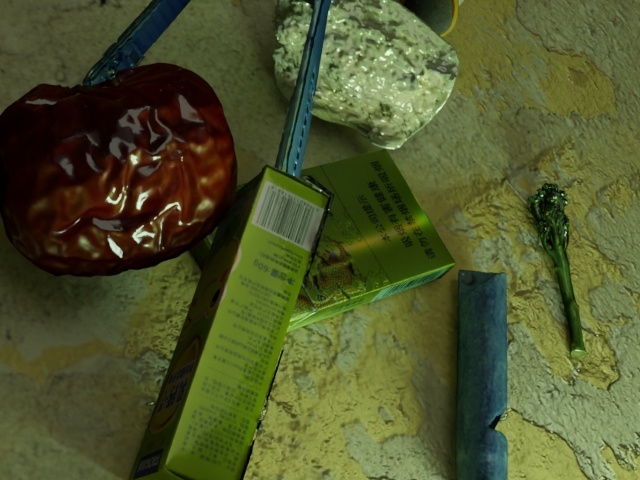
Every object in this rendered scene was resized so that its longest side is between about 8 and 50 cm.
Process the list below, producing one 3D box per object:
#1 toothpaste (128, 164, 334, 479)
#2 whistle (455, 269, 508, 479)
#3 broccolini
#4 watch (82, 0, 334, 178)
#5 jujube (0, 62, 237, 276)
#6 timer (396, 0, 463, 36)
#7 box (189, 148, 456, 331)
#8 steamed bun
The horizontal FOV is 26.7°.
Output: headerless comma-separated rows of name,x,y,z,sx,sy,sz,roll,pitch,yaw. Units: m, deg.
toothpaste,-0.084,0.091,1.291,0.077,0.110,0.328,26,65,-18
whistle,0.182,0.155,1.522,0.062,0.062,0.304,23,48,-19
broccolini,0.304,0.038,1.711,0.054,0.051,0.239,14,58,-34
watch,-0.072,-0.193,1.469,0.276,0.068,0.274,36,79,12
jujube,-0.203,-0.066,1.322,0.232,0.213,0.213,-11,64,-20
timer,0.103,-0.400,1.759,0.233,0.233,0.240,28,50,-15
box,0.000,0.000,1.523,0.311,0.043,0.173,-16,68,-40
steamed bun,0.049,-0.211,1.610,0.225,0.200,0.170,35,89,8
